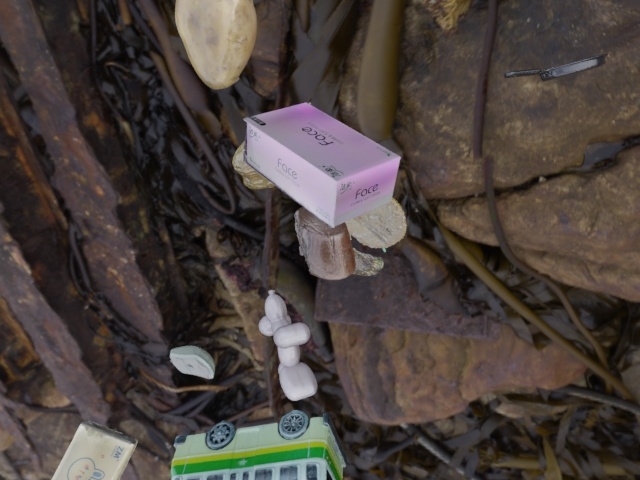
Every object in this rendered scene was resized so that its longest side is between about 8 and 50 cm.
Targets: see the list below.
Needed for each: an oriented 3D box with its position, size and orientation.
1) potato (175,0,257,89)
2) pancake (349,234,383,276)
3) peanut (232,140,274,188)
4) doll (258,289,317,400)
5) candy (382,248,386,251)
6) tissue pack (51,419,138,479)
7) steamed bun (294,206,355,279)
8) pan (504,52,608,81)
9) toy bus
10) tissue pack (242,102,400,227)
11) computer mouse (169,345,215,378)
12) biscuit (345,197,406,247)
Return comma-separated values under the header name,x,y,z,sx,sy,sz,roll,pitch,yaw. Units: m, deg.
name,x,y,z,sx,sy,sz,roll,pitch,yaw
potato,-0.194,-0.417,0.953,0.161,0.128,0.235,-1,123,23
pancake,0.090,0.046,1.765,0.288,0.033,0.286,16,152,8
peanut,-0.120,-0.203,1.239,0.110,0.196,0.233,58,171,22
doll,-0.060,0.168,0.829,0.160,0.059,0.161,-159,59,-66
candy,0.160,-0.082,1.648,0.091,0.083,0.306,-4,124,47
tissue pack,-0.568,0.568,1.221,0.148,0.196,0.092,25,163,-8
steamed bun,0.000,0.000,1.096,0.175,0.106,0.145,43,153,55
pan,0.491,-0.356,1.039,0.235,0.136,0.028,-14,98,-14
toy bus,-0.104,0.388,0.791,0.275,0.165,0.134,-13,122,10
tissue pack,-0.004,-0.140,0.839,0.246,0.148,0.093,38,138,34
computer mouse,-0.345,0.327,1.342,0.181,0.056,0.089,-5,116,38
biscuit,0.144,-0.064,1.402,0.219,0.033,0.220,21,136,21
